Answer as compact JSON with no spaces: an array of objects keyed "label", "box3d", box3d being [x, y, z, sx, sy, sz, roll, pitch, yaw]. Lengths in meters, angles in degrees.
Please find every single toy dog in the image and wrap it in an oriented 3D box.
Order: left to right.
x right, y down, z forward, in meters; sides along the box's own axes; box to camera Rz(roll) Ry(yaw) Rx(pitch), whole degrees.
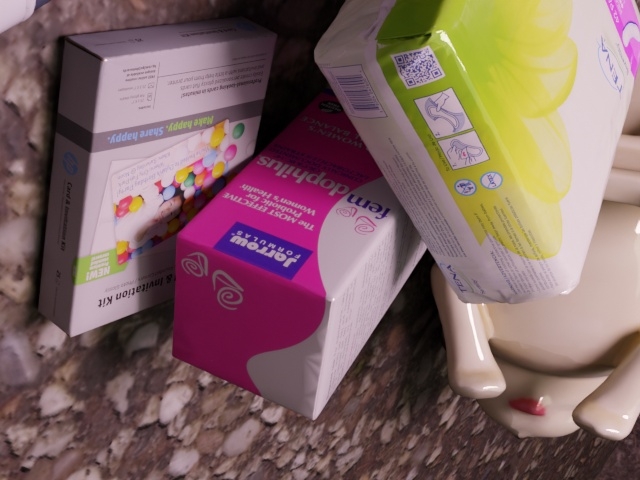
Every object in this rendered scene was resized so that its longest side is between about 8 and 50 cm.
[{"label":"toy dog","box3d":[0.238,0.026,1.021,0.395,0.284,0.408,-81,174,-51]}]

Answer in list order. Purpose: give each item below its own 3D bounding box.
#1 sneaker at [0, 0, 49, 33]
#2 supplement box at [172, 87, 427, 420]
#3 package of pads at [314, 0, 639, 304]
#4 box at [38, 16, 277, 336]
[{"label":"sneaker","box3d":[-0.118,-0.228,0.378,0.153,0.099,0.282,-37,147,-31]},{"label":"supplement box","box3d":[0.000,0.000,0.686,0.220,0.111,0.114,-52,158,-46]},{"label":"package of pads","box3d":[0.127,-0.130,0.676,0.229,0.101,0.297,55,45,-33]},{"label":"box","box3d":[-0.104,-0.043,0.626,0.145,0.038,0.186,-21,134,-48]}]
